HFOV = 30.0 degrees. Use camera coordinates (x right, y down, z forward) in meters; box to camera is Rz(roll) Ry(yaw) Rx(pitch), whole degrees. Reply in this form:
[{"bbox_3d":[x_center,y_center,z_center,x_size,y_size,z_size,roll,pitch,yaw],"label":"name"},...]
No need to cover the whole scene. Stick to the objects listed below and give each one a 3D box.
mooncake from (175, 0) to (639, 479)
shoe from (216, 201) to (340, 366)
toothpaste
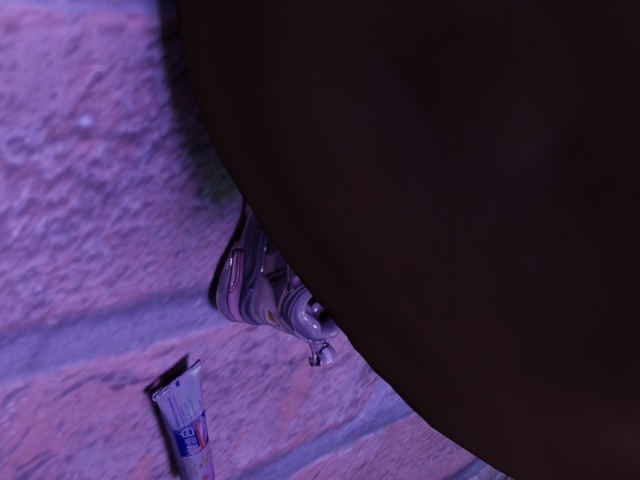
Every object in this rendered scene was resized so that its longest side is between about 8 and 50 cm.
[{"bbox_3d":[0.157,-0.086,0.563,0.262,0.467,0.467,-41,152,-28],"label":"mooncake"},{"bbox_3d":[0.000,0.000,0.819,0.089,0.092,0.180,-8,130,-56],"label":"shoe"},{"bbox_3d":[-0.101,0.151,0.917,0.045,0.028,0.170,-33,147,-23],"label":"toothpaste"}]
